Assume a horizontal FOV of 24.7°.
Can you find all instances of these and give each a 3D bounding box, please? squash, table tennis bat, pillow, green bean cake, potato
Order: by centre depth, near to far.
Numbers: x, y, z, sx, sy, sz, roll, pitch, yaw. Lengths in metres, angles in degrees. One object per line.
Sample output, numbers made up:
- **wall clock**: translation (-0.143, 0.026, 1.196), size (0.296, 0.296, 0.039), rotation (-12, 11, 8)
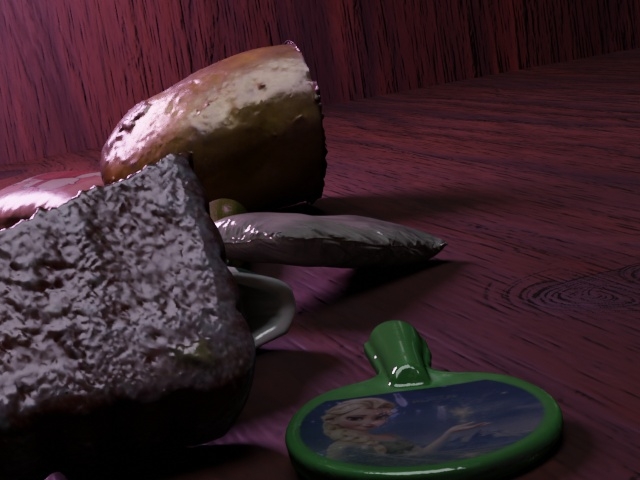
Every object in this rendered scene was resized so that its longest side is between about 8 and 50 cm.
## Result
- **table tennis bat**: translation (0.057, 0.098, 0.893), size (0.160, 0.039, 0.257), rotation (-7, 12, -1)
- **green bean cake**: translation (-0.166, 0.052, 0.924), size (0.232, 0.198, 0.097), rotation (-14, -32, -18)
- **pillow**: translation (0.000, 0.000, 1.341), size (0.229, 0.051, 0.128), rotation (2, 0, -43)
- **squash**: translation (-0.103, -0.005, 1.522), size (0.066, 0.066, 0.252), rotation (-9, 10, -1)
- **potato**: translation (-0.141, -0.113, 1.808), size (0.266, 0.229, 0.229), rotation (-15, 11, -12)
- **pillow**: translation (-0.338, -0.043, 1.898), size (0.223, 0.084, 0.236), rotation (-3, 15, 27)

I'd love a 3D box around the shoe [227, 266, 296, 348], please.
- **shoe**: translation (-0.113, 0.065, 1.066), size (0.110, 0.095, 0.265), rotation (-1, 11, 25)
